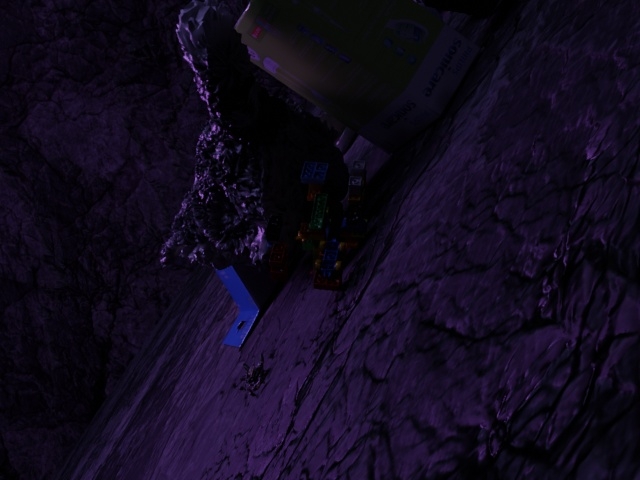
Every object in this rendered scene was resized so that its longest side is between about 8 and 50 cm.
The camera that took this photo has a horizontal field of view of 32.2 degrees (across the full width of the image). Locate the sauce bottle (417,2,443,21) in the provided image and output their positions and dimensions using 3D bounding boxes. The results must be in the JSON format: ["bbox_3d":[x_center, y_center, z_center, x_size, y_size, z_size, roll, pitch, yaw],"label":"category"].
[{"bbox_3d":[0.129,-0.318,1.761,0.111,0.111,0.344,-56,5,3],"label":"sauce bottle"}]

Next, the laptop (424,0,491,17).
[{"bbox_3d":[0.184,-0.435,1.524,0.264,0.137,0.234,-8,-68,-54],"label":"laptop"}]

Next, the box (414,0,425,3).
[{"bbox_3d":[0.136,-0.470,2.105,0.290,0.087,0.169,-19,27,49],"label":"box"}]

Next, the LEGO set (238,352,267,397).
[{"bbox_3d":[-0.083,0.178,1.428,0.054,0.023,0.083,-55,21,22],"label":"LEGO set"}]

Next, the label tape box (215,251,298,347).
[{"bbox_3d":[-0.104,0.012,1.886,0.333,0.106,0.240,-57,8,-10],"label":"label tape box"}]

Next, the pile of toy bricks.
[{"bbox_3d":[0.000,0.000,1.402,0.105,0.118,0.212,86,-167,-46],"label":"pile of toy bricks"}]

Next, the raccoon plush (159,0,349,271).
[{"bbox_3d":[-0.151,-0.138,1.604,0.299,0.446,0.216,0,28,39],"label":"raccoon plush"}]

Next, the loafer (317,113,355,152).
[{"bbox_3d":[-0.002,-0.195,2.159,0.094,0.087,0.251,-59,9,-20],"label":"loafer"}]

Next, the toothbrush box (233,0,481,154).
[{"bbox_3d":[0.038,-0.260,1.486,0.122,0.283,0.206,-58,7,-17],"label":"toothbrush box"}]
